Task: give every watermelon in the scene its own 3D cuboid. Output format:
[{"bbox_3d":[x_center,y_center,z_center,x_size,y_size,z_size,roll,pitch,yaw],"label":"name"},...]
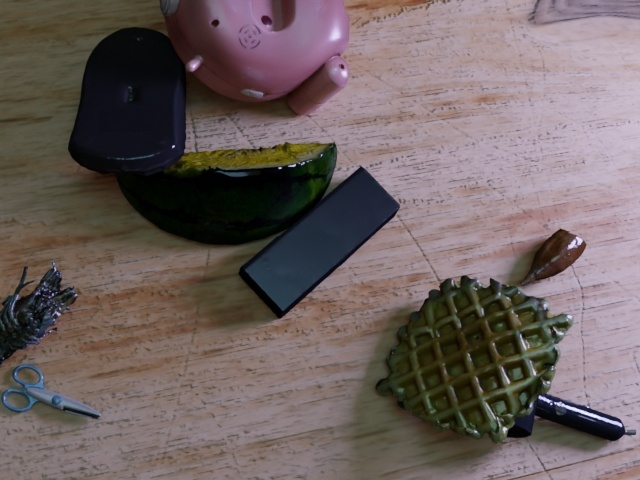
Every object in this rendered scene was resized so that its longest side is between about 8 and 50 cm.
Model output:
[{"bbox_3d":[-0.115,-0.074,1.268,0.301,0.123,0.129,-4,40,-10],"label":"watermelon"}]

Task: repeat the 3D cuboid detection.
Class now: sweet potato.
[{"bbox_3d":[0.307,0.027,1.311,0.117,0.049,0.049,-37,80,-23],"label":"sweet potato"}]

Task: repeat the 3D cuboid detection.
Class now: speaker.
[{"bbox_3d":[0.000,0.000,1.272,0.218,0.044,0.082,-42,82,-20],"label":"speaker"}]

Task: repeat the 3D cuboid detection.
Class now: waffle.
[{"bbox_3d":[0.186,0.141,1.204,0.214,0.054,0.208,22,76,35],"label":"waffle"}]

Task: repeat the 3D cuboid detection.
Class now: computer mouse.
[{"bbox_3d":[-0.239,-0.164,1.247,0.137,0.086,0.270,-1,47,-3],"label":"computer mouse"}]

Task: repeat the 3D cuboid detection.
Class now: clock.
[{"bbox_3d":[-0.089,-0.299,1.274,0.241,0.142,0.227,6,68,-30],"label":"clock"}]

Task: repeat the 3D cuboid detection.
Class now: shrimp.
[{"bbox_3d":[-0.367,0.099,1.160,0.174,0.076,0.082,-45,108,-12],"label":"shrimp"}]

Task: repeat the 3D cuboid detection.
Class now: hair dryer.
[{"bbox_3d":[0.308,0.206,1.246,0.219,0.071,0.124,21,68,-9],"label":"hair dryer"}]

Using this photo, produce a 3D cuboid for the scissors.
[{"bbox_3d":[-0.318,0.189,1.167,0.119,0.014,0.058,19,70,1],"label":"scissors"}]
